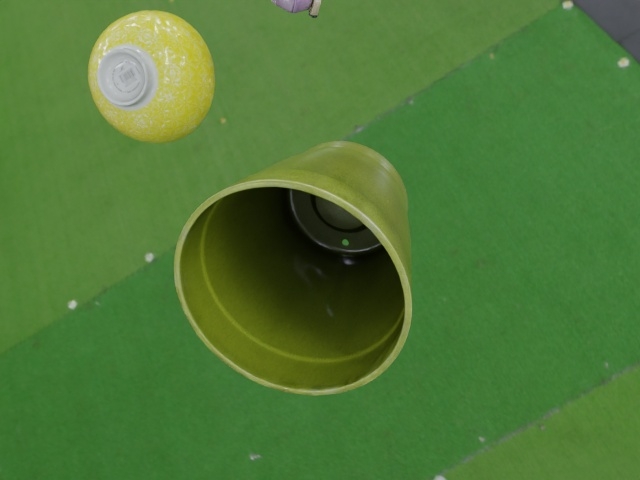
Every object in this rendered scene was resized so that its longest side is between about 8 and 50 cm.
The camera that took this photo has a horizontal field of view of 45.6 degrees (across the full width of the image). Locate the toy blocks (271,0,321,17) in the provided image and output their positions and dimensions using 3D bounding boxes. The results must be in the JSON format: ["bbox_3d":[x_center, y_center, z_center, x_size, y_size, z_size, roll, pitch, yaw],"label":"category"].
[{"bbox_3d":[-0.104,-0.655,1.489,0.260,0.309,0.288,3,58,-13],"label":"toy blocks"}]

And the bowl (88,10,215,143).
[{"bbox_3d":[-0.384,-0.346,1.619,0.289,0.156,0.289,3,102,13],"label":"bowl"}]

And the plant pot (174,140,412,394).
[{"bbox_3d":[0.000,0.000,1.267,0.366,0.366,0.353,-9,25,22],"label":"plant pot"}]
